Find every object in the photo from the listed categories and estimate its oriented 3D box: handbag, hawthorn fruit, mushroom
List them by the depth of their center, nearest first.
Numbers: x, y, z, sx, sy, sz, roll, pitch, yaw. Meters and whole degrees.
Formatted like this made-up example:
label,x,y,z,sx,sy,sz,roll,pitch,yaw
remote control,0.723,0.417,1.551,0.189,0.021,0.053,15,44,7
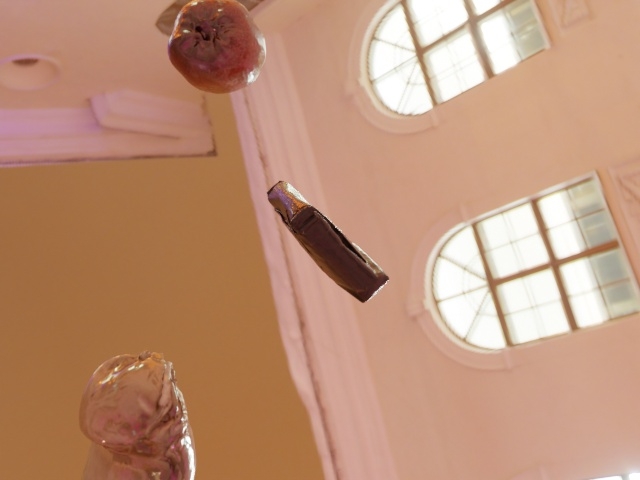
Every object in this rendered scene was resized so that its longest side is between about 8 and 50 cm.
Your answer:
label,x,y,z,sx,sy,sz,roll,pitch,yaw
mushroom,-0.231,0.293,0.788,0.177,0.397,0.126,16,-160,-41
hawthorn fruit,-0.171,-0.327,1.226,0.188,0.169,0.169,34,-141,-78
handbag,0.000,0.000,1.298,0.223,0.080,0.247,42,-179,-22
